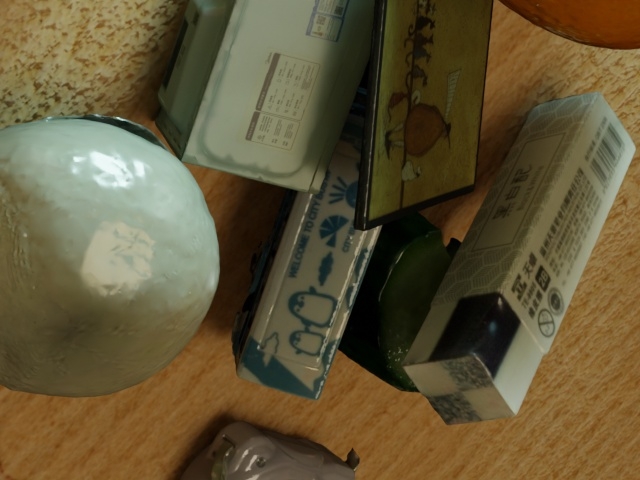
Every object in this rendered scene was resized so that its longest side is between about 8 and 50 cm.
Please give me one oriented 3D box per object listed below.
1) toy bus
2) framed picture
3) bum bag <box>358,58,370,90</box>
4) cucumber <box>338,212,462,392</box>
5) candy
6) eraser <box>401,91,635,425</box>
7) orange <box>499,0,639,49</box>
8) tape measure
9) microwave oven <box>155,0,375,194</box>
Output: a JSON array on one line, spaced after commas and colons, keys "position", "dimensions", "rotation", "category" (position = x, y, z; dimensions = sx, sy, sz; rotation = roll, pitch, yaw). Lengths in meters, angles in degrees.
[{"position": [0.000, 0.000, 1.878], "dimensions": [0.106, 0.131, 0.297], "rotation": [17, 105, -7], "category": "toy bus"}, {"position": [0.104, -0.153, 1.795], "dimensions": [0.338, 0.014, 0.255], "rotation": [-19, 116, -68], "category": "framed picture"}, {"position": [0.100, -0.175, 1.941], "dimensions": [0.197, 0.049, 0.087], "rotation": [-21, 123, -30], "category": "bum bag"}, {"position": [0.087, 0.060, 2.032], "dimensions": [0.191, 0.130, 0.191], "rotation": [-17, 119, -34], "category": "cucumber"}, {"position": [-0.220, 0.026, 1.654], "dimensions": [0.295, 0.185, 0.295], "rotation": [-7, 131, -8], "category": "candy"}, {"position": [0.212, 0.012, 1.982], "dimensions": [0.098, 0.096, 0.404], "rotation": [54, 46, -26], "category": "eraser"}, {"position": [0.259, -0.385, 1.733], "dimensions": [0.424, 0.326, 0.424], "rotation": [-25, 118, -61], "category": "orange"}, {"position": [-0.065, 0.289, 2.048], "dimensions": [0.196, 0.105, 0.178], "rotation": [15, 105, -47], "category": "tape measure"}, {"position": [-0.047, -0.169, 1.738], "dimensions": [0.162, 0.122, 0.208], "rotation": [14, 107, -22], "category": "microwave oven"}]
